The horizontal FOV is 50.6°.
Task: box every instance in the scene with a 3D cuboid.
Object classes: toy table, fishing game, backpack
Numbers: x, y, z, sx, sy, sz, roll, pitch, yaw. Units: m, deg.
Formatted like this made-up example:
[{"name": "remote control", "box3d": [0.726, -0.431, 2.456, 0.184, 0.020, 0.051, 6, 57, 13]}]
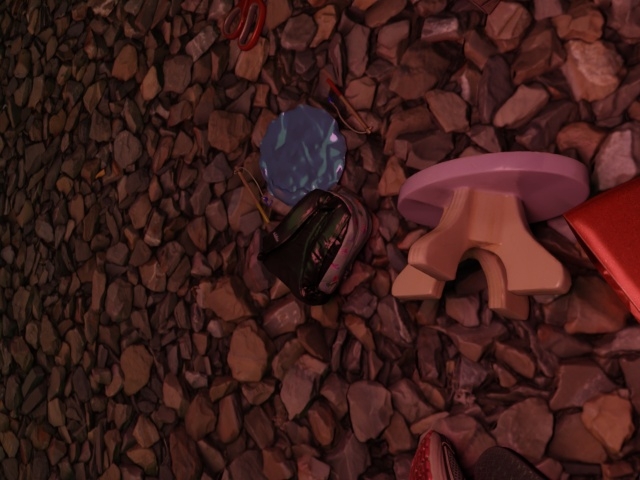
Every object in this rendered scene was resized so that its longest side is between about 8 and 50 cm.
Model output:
[{"name": "toy table", "box3d": [0.214, -0.003, 0.903, 0.274, 0.252, 0.161, -18, 57, 54]}, {"name": "fishing game", "box3d": [-0.029, -0.151, 1.227, 0.264, 0.041, 0.189, -44, 68, 19]}, {"name": "backpack", "box3d": [0.000, 0.000, 1.136, 0.152, 0.115, 0.182, 38, 107, 22]}]

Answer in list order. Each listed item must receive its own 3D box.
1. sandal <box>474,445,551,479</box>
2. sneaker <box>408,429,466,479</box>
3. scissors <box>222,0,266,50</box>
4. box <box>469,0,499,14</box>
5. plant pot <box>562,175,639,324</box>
[{"name": "sandal", "box3d": [0.315, 0.369, 0.892, 0.097, 0.054, 0.254, -54, 46, 11]}, {"name": "sneaker", "box3d": [0.192, 0.394, 0.912, 0.299, 0.112, 0.121, -102, 20, -51]}, {"name": "scissors", "box3d": [-0.120, -0.529, 1.357, 0.109, 0.021, 0.297, 30, 102, 39]}, {"name": "box", "box3d": [0.281, -0.486, 0.988, 0.275, 0.094, 0.113, -52, 57, 21]}, {"name": "plant pot", "box3d": [0.449, 0.035, 0.706, 0.235, 0.267, 0.267, -38, 63, 15]}]
